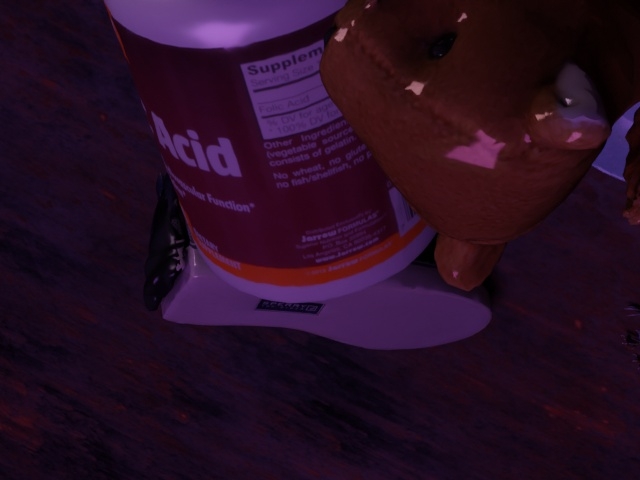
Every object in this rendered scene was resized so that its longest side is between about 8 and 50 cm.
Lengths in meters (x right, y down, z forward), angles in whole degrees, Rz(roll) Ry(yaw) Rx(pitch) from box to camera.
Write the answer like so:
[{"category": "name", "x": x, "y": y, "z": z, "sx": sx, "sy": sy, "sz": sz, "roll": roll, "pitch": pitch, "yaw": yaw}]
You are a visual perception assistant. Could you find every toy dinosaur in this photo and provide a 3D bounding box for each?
[{"category": "toy dinosaur", "x": 0.309, "y": 0.078, "z": 1.393, "sx": 0.090, "sy": 0.047, "sz": 0.082, "roll": 6, "pitch": 143, "yaw": -29}]

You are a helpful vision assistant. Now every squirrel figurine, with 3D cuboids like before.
[{"category": "squirrel figurine", "x": 0.192, "y": -0.132, "z": 0.910, "sx": 0.397, "sy": 0.370, "sz": 0.281, "roll": 31, "pitch": 143, "yaw": -6}]

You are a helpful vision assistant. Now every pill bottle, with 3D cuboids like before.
[{"category": "pill bottle", "x": -0.036, "y": -0.156, "z": 1.147, "sx": 0.224, "sy": 0.224, "sz": 0.392, "roll": 9, "pitch": 140, "yaw": 23}]

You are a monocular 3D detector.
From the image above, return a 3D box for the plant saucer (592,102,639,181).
[{"category": "plant saucer", "x": 0.263, "y": -0.118, "z": 1.166, "sx": 0.195, "sy": 0.037, "sz": 0.195, "roll": 18, "pitch": 143, "yaw": 14}]

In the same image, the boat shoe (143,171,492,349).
[{"category": "boat shoe", "x": 0.000, "y": 0.000, "z": 1.421, "sx": 0.340, "sy": 0.158, "sz": 0.127, "roll": 9, "pitch": 146, "yaw": -25}]
